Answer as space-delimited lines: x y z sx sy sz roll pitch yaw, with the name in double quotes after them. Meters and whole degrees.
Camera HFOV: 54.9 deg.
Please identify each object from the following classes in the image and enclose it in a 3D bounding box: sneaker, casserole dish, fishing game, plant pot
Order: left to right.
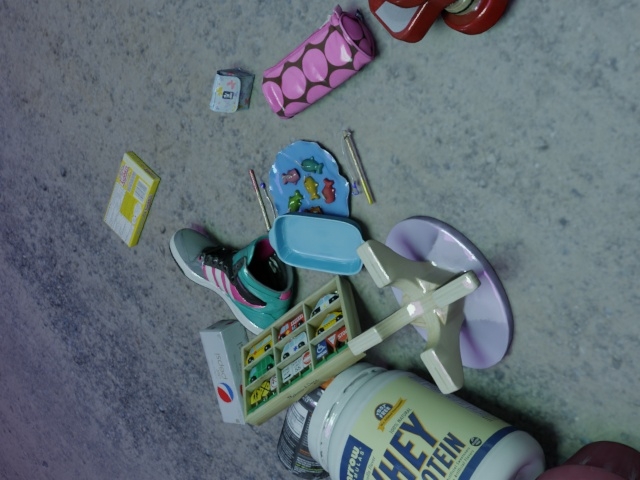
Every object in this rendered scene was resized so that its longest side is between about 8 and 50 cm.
-0.164 0.040 1.205 0.296 0.124 0.178 40 130 9 "sneaker"
-0.029 -0.086 1.123 0.264 0.041 0.189 -11 100 40 "fishing game"
0.000 0.000 1.104 0.189 0.037 0.114 8 126 19 "casserole dish"
0.406 0.390 0.881 0.201 0.180 0.201 12 112 33 "plant pot"

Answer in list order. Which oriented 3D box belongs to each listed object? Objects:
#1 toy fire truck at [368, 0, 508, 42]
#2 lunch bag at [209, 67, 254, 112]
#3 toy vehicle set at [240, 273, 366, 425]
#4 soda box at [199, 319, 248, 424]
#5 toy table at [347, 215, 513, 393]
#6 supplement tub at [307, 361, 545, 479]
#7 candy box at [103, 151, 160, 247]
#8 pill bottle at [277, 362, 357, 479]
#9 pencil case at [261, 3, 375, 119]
0.158 -0.435 0.817 0.302 0.170 0.253 -55 48 34 "toy fire truck"
-0.165 -0.273 1.129 0.053 0.083 0.071 30 120 25 "lunch bag"
-0.041 0.200 1.117 0.267 0.035 0.166 -39 38 23 "toy vehicle set"
-0.191 0.285 1.340 0.069 0.074 0.216 -7 101 37 "soda box"
0.173 0.099 0.965 0.274 0.161 0.252 49 126 14 "toy table"
0.161 0.352 0.992 0.325 0.236 0.235 21 117 41 "supplement tub"
-0.438 -0.092 1.422 0.105 0.027 0.205 44 125 19 "candy box"
0.003 0.328 1.182 0.131 0.130 0.245 30 120 25 "pill bottle"
-0.011 -0.287 1.012 0.209 0.095 0.098 -30 122 36 "pencil case"
